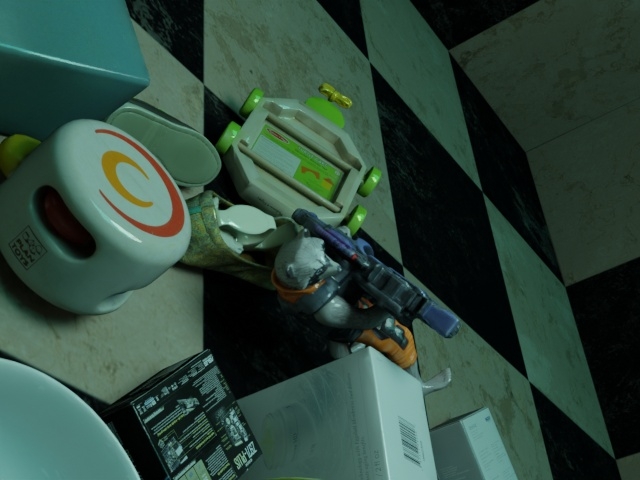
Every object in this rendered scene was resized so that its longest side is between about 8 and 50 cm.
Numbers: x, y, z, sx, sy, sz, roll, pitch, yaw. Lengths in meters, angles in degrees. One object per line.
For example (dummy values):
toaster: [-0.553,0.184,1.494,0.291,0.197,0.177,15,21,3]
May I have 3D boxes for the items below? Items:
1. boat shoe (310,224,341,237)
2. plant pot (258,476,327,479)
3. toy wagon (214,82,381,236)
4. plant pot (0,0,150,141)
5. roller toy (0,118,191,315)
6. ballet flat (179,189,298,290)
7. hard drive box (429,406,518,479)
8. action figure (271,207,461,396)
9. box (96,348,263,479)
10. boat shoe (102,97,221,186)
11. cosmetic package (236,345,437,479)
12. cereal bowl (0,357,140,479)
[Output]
boat shoe: [0.000,0.000,1.575,0.103,0.092,0.285,35,36,-45]
plant pot: [-0.026,0.467,0.809,0.366,0.366,0.353,57,37,-17]
toy wagon: [-0.024,-0.152,1.575,0.267,0.068,0.344,33,39,-8]
plant pot: [-0.347,-0.221,1.019,0.234,0.165,0.166,0,67,-55]
roller toy: [-0.256,-0.023,1.015,0.209,0.146,0.191,34,29,-40]
ballet flat: [-0.097,0.000,1.354,0.348,0.123,0.123,18,51,-59]
hard drive box: [0.299,0.448,1.751,0.181,0.089,0.232,4,64,-63]
action figure: [0.052,0.114,1.264,0.341,0.178,0.330,35,-13,52]
box: [-0.162,0.227,1.044,0.147,0.077,0.180,63,24,-3]
boat shoe: [-0.224,-0.143,1.278,0.068,0.081,0.227,45,8,35]
cosmetic package: [0.015,0.288,1.161,0.138,0.224,0.224,38,34,-44]
cereal bowl: [-0.276,0.267,0.695,0.339,0.141,0.339,46,29,-35]
